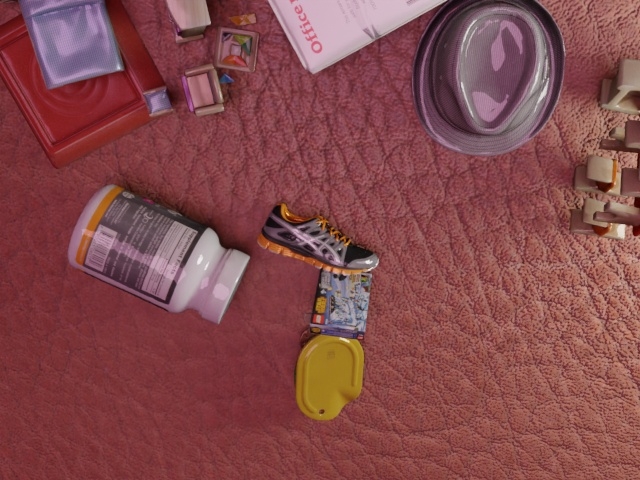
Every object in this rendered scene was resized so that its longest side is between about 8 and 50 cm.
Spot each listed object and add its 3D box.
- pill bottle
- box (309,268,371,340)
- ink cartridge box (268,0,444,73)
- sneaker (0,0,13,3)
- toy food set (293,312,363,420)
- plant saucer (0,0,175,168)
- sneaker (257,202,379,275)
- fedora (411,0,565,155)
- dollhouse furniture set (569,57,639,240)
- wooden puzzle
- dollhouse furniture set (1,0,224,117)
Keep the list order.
[{"bbox_3d":[-0.273,0.028,1.302,0.278,0.162,0.162,25,106,-3],"label":"pill bottle"},{"bbox_3d":[0.036,0.107,1.308,0.094,0.137,0.027,8,133,3],"label":"box"},{"bbox_3d":[0.061,-0.416,1.166,0.283,0.117,0.207,-27,102,11],"label":"ink cartridge box"},{"bbox_3d":[-0.453,-0.490,1.194,0.279,0.118,0.107,-39,98,14],"label":"sneaker"},{"bbox_3d":[0.009,0.216,1.382,0.128,0.071,0.218,-2,109,-19],"label":"toy food set"},{"bbox_3d":[-0.420,-0.284,1.288,0.258,0.048,0.259,-25,101,12],"label":"plant saucer"},{"bbox_3d":[0.000,0.000,1.309,0.215,0.084,0.083,17,102,2],"label":"sneaker"},{"bbox_3d":[0.266,-0.259,1.187,0.243,0.124,0.275,12,106,3],"label":"fedora"},{"bbox_3d":[0.498,-0.137,1.146,0.135,0.262,0.259,10,75,1],"label":"dollhouse furniture set"},{"bbox_3d":[-0.142,-0.320,1.267,0.078,0.014,0.116,3,106,5],"label":"wooden puzzle"},{"bbox_3d":[-0.323,-0.304,1.146,0.303,0.198,0.286,-15,101,-8],"label":"dollhouse furniture set"}]
